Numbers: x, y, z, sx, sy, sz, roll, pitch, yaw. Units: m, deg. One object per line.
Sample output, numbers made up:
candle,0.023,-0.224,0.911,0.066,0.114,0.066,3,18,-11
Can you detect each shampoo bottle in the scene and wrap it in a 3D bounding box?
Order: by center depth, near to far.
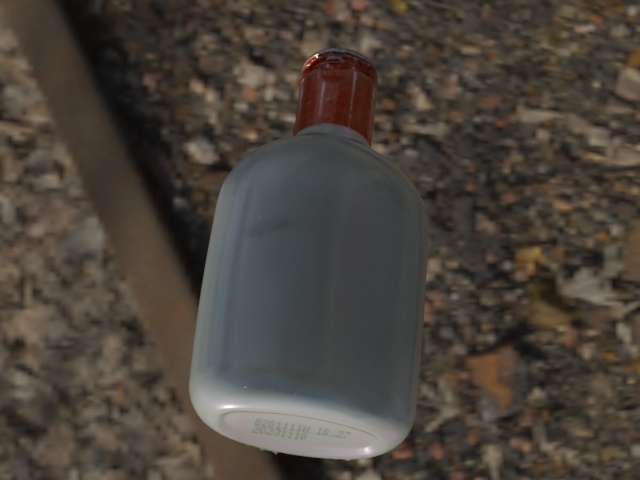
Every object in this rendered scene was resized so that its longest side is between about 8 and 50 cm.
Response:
shampoo bottle,0.000,0.000,0.927,0.051,0.108,0.221,103,175,-54
